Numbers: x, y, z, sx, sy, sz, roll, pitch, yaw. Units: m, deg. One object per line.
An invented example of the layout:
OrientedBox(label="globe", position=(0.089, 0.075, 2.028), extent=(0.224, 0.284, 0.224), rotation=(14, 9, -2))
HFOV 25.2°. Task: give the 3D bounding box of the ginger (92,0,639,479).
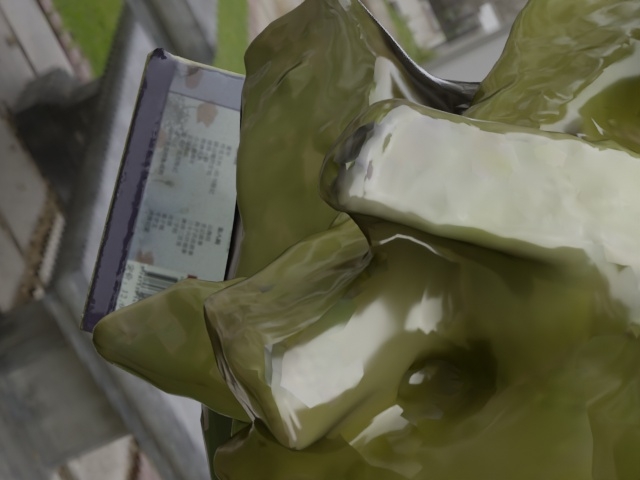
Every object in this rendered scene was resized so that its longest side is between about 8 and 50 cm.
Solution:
OrientedBox(label="ginger", position=(0.110, 0.015, 0.427), extent=(0.211, 0.358, 0.413), rotation=(76, -6, -55))

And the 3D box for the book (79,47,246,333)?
OrientedBox(label="book", position=(0.000, 0.000, 0.782), extent=(0.026, 0.231, 0.157), rotation=(151, -47, -77))
